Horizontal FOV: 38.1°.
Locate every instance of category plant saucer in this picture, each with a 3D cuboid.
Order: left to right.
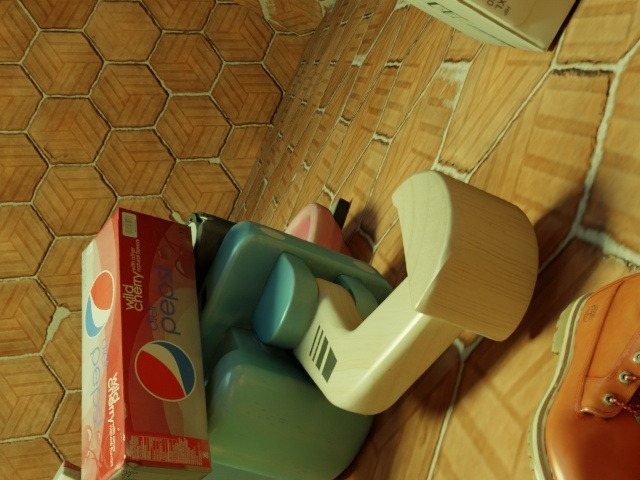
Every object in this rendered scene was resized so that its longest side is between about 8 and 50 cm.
[{"bbox_3d":[-0.048,0.111,1.276,0.332,0.084,0.332,-60,10,19],"label":"plant saucer"}]

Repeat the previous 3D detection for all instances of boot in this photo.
[{"bbox_3d":[0.153,0.077,0.458,0.084,0.059,0.157,-44,21,49],"label":"boot"}]

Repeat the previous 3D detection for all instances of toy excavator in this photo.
[{"bbox_3d":[-0.006,0.104,0.862,0.432,0.222,0.445,-64,23,12],"label":"toy excavator"}]

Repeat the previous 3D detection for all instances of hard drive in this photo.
[{"bbox_3d":[0.000,0.000,1.468,0.135,0.022,0.094,-47,21,59],"label":"hard drive"}]

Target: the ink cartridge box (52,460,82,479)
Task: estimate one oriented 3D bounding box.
[{"bbox_3d":[-0.382,0.487,1.645,0.092,0.218,0.158,-61,10,-10],"label":"ink cartridge box"}]

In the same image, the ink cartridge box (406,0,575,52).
[{"bbox_3d":[0.173,-0.312,0.958,0.171,0.168,0.232,-62,11,9],"label":"ink cartridge box"}]

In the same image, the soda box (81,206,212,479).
[{"bbox_3d":[-0.167,0.105,0.858,0.092,0.084,0.263,-43,44,38],"label":"soda box"}]
